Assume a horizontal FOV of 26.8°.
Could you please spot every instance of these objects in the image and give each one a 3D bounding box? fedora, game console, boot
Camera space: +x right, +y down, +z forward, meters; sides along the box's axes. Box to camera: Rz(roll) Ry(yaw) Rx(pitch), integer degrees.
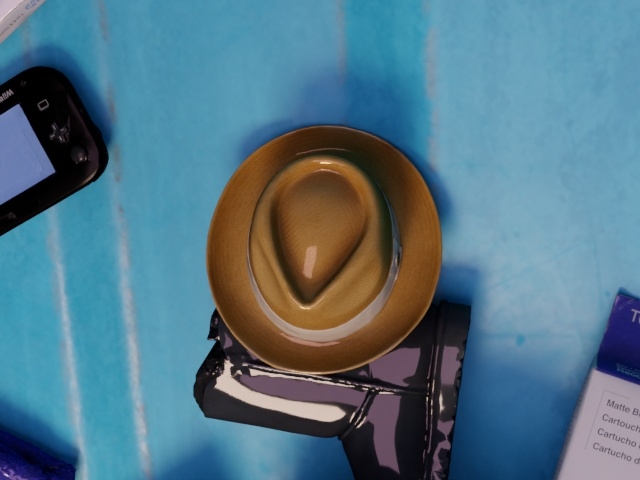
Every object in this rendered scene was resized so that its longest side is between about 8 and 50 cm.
[{"bbox_3d":[0.000,0.000,0.994,0.194,0.079,0.194,-1,77,5],"label":"fedora"},{"bbox_3d":[-0.342,-0.038,1.130,0.361,0.044,0.213,-27,101,21],"label":"game console"},{"bbox_3d":[0.004,0.147,1.076,0.207,0.094,0.246,8,104,8],"label":"boot"}]

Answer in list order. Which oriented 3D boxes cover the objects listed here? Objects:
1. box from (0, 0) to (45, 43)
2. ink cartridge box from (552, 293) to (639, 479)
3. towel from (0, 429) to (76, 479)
[{"bbox_3d":[-0.323,-0.189,1.052,0.186,0.038,0.145,-40,88,18],"label":"box"},{"bbox_3d":[0.290,0.176,0.990,0.223,0.045,0.224,18,86,8],"label":"ink cartridge box"},{"bbox_3d":[-0.372,0.282,1.243,0.228,0.076,0.308,25,113,-3],"label":"towel"}]
